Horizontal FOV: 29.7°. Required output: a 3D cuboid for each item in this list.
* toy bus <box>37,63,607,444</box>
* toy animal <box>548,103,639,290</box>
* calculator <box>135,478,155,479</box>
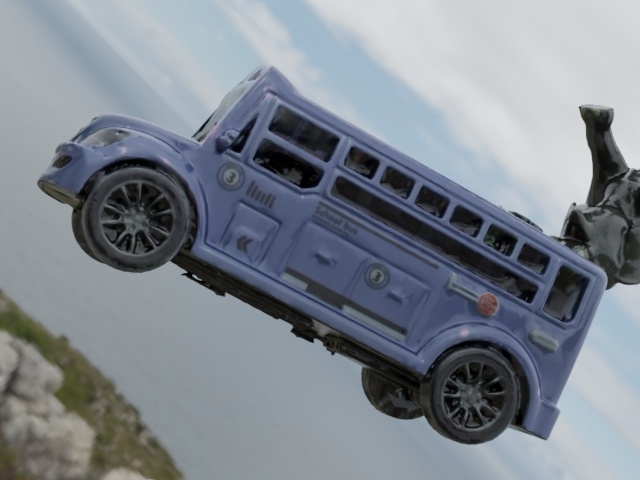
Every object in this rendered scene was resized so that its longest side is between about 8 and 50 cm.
[{"bbox_3d":[0.000,0.000,0.654,0.292,0.133,0.125,28,-7,-13],"label":"toy bus"},{"bbox_3d":[0.218,-0.029,0.862,0.082,0.270,0.137,19,-62,41],"label":"toy animal"},{"bbox_3d":[-0.226,0.301,1.171,0.039,0.210,0.121,38,42,-57],"label":"calculator"}]
